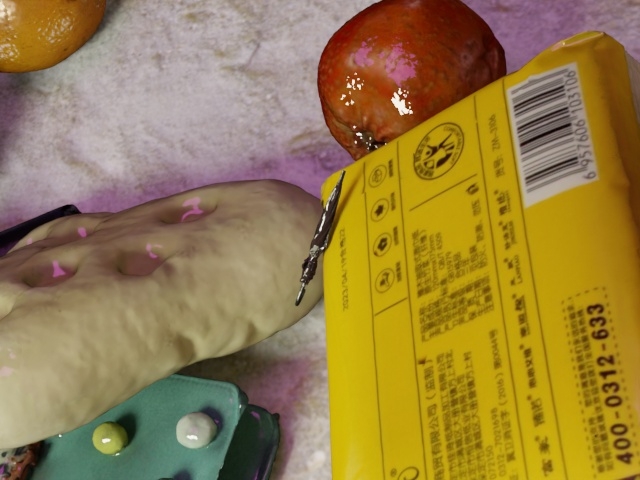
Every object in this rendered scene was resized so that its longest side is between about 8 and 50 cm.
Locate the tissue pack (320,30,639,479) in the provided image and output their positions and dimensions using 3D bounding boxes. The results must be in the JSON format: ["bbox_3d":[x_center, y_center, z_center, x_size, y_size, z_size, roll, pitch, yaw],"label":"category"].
[{"bbox_3d":[0.165,0.092,0.845,0.293,0.228,0.382,-28,47,33],"label":"tissue pack"}]

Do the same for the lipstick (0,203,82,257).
[{"bbox_3d":[-0.440,0.069,1.321,0.418,0.077,0.077,-23,52,15],"label":"lipstick"}]

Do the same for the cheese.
[{"bbox_3d":[-0.172,0.065,1.051,0.351,0.130,0.328,-7,22,19],"label":"cheese"}]

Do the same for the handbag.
[{"bbox_3d":[-0.196,0.238,1.057,0.274,0.100,0.269,7,64,33],"label":"handbag"}]

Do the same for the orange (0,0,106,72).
[{"bbox_3d":[-0.370,-0.304,1.463,0.224,0.170,0.224,-11,37,8],"label":"orange"}]

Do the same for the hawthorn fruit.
[{"bbox_3d":[0.096,-0.155,1.111,0.179,0.179,0.200,19,55,36],"label":"hawthorn fruit"}]

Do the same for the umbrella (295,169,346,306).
[{"bbox_3d":[-0.001,0.001,0.914,0.013,0.122,0.022,22,27,6],"label":"umbrella"}]
